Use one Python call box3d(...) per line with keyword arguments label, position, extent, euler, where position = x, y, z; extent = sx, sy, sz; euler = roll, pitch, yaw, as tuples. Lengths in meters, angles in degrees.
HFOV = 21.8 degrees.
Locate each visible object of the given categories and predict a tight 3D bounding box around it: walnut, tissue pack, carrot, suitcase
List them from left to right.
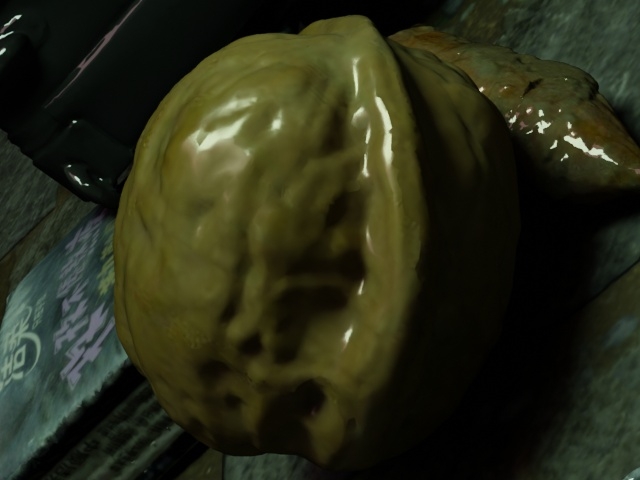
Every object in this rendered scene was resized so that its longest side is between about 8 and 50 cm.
box3d(label="suitcase", position=(-0.133, -0.227, 1.308), extent=(0.345, 0.188, 0.339), euler=(-49, 16, 11))
box3d(label="tissue pack", position=(-0.103, 0.024, 1.226), extent=(0.361, 0.122, 0.259), euler=(-45, 26, 23))
box3d(label="walnut", position=(0.000, 0.000, 0.929), extent=(0.257, 0.225, 0.257), euler=(-177, 90, -70))
box3d(label="carrot", position=(0.119, -0.066, 1.012), extent=(0.102, 0.102, 0.263), euler=(-56, 32, -2))

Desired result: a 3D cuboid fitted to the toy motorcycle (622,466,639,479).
box3d(label="toy motorcycle", position=(0.165, 0.164, 0.668), extent=(0.229, 0.074, 0.151), euler=(-23, 34, 32))
